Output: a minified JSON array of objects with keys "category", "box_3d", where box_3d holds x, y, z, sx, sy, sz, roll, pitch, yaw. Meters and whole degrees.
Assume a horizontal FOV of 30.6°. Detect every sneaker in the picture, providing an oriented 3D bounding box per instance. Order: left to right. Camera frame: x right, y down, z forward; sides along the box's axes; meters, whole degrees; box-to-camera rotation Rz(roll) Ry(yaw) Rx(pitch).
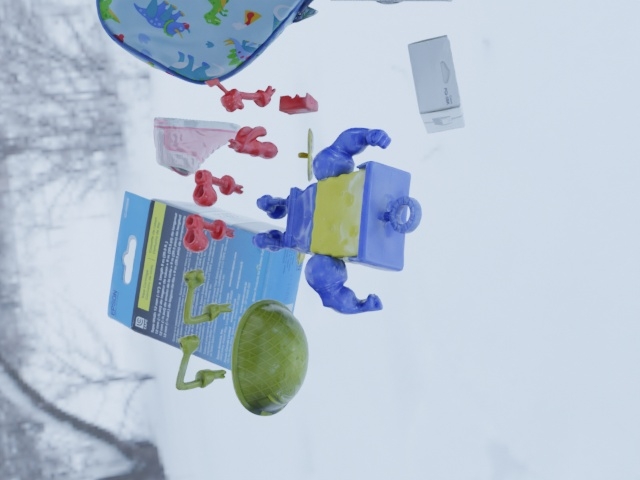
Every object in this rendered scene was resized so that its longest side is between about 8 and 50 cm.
[{"category":"sneaker","box_3d":[-0.150,-0.112,1.417,0.051,0.134,0.070,4,95,38]}]

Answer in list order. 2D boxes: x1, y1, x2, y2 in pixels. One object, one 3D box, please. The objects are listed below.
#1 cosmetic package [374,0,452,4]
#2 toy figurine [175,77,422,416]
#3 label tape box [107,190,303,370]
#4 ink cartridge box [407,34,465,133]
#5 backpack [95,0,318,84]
[{"category":"cosmetic package","box_3d":[0.067,-0.493,1.543,0.365,0.197,0.155,64,-142,-53]},{"category":"toy figurine","box_3d":[0.000,0.000,1.214,0.217,0.191,0.362,-3,75,38]},{"category":"label tape box","box_3d":[-0.208,0.068,2.075,0.348,0.115,0.249,18,103,34]},{"category":"ink cartridge box","box_3d":[0.155,-0.205,1.560,0.135,0.056,0.099,33,-133,-78]},{"category":"backpack","box_3d":[-0.106,-0.346,1.301,0.355,0.290,0.273,-37,33,49]}]
